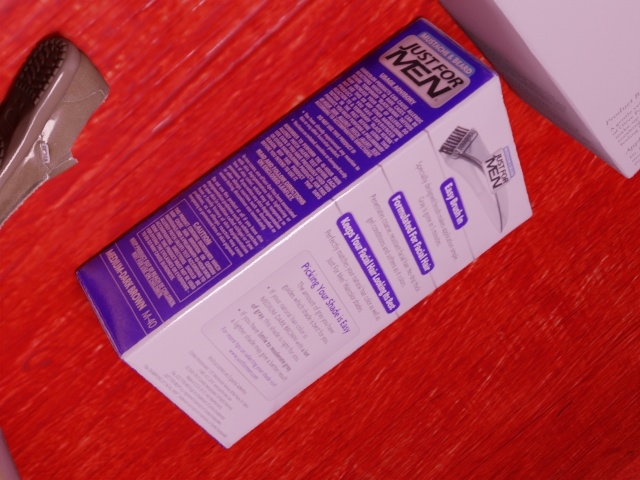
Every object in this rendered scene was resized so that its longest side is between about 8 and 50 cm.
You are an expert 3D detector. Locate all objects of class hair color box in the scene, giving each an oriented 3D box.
[{"bbox_3d":[0.000,0.000,0.723,0.339,0.110,0.185,-36,142,-4],"label":"hair color box"}]

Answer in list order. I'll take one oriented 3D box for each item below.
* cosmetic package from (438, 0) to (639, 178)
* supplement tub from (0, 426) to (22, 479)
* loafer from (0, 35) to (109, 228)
[{"bbox_3d":[0.183,-0.215,0.623,0.197,0.155,0.365,-48,142,8],"label":"cosmetic package"},{"bbox_3d":[-0.280,0.269,0.570,0.235,0.325,0.235,-23,139,-21],"label":"supplement tub"},{"bbox_3d":[-0.180,-0.054,0.553,0.050,0.056,0.148,25,110,-44],"label":"loafer"}]
